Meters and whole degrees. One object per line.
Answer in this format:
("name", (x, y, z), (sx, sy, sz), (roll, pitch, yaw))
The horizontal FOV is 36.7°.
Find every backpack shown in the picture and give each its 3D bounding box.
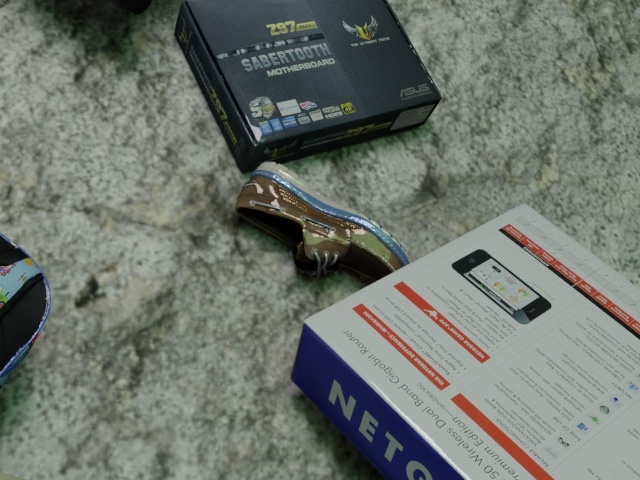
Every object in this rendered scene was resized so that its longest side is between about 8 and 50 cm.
("backpack", (-0.300, 0.069, 0.735), (0.158, 0.117, 0.173), (36, 57, 1))

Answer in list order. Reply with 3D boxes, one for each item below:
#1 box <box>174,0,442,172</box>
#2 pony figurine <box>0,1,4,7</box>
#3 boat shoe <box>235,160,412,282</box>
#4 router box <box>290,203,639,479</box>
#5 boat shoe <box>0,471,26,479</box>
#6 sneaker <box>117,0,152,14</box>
("box", (-0.013, -0.185, 1.018), (0.233, 0.059, 0.183), (-16, 69, -27))
("pony figurine", (-0.479, -0.335, 0.820), (0.363, 0.302, 0.351), (-34, 66, -15))
("boat shoe", (0.000, 0.000, 0.925), (0.183, 0.066, 0.066), (31, 61, 10))
("router box", (0.195, 0.137, 0.832), (0.301, 0.082, 0.335), (-25, 54, -34))
("boat shoe", (-0.210, 0.217, 0.735), (0.137, 0.049, 0.043), (22, 100, -12))
("sneaker", (-0.090, -0.380, 1.029), (0.202, 0.185, 0.483), (46, 60, 2))
